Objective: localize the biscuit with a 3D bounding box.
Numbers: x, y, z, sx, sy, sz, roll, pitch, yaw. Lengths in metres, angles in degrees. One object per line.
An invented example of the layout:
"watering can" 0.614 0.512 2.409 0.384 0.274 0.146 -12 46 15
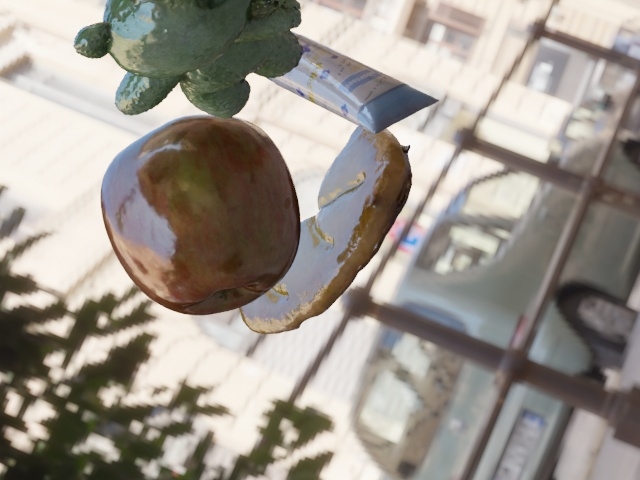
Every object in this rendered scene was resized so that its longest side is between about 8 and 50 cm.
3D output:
"biscuit" 0.000 0.004 1.647 0.299 0.045 0.154 -51 33 29

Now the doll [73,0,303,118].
"doll" -0.065 -0.110 0.813 0.077 0.115 0.150 70 -167 20

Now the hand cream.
"hand cream" 0.007 -0.121 1.151 0.065 0.171 0.043 -31 -46 -31

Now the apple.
"apple" -0.111 -0.023 1.444 0.188 0.188 0.174 72 179 -75
